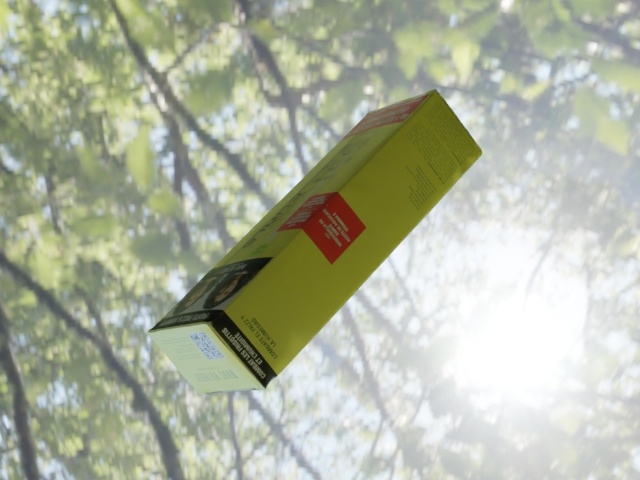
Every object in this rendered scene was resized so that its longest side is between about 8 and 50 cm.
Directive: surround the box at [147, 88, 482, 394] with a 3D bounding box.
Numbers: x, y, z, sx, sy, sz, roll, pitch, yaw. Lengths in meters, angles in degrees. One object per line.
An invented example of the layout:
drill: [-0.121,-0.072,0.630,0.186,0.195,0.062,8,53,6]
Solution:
box: [0.000,0.000,1.009,0.232,0.087,0.058,-45,-73,-27]
